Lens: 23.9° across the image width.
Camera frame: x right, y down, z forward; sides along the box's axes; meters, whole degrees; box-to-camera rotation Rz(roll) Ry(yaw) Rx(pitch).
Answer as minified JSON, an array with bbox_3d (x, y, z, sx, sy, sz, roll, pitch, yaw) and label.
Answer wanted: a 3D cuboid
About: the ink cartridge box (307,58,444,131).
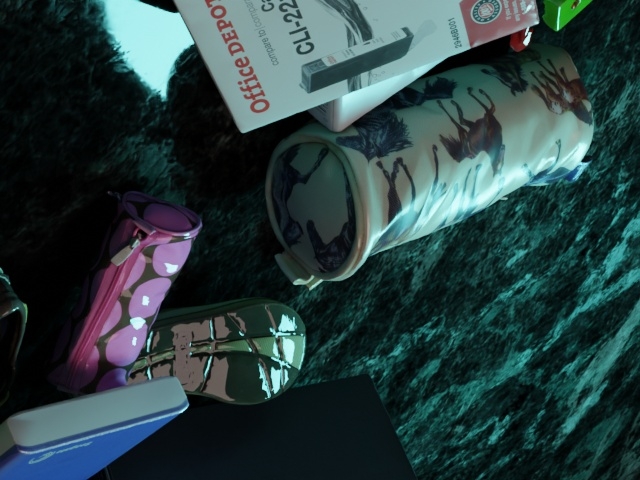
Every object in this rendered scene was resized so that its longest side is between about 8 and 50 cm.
[{"bbox_3d":[0.116,-0.301,1.426,0.330,0.071,0.324,-37,152,-24],"label":"ink cartridge box"}]

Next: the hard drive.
[{"bbox_3d":[-0.299,0.234,1.473,0.319,0.040,0.210,-37,163,37],"label":"hard drive"}]

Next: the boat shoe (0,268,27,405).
[{"bbox_3d":[-0.314,0.117,1.361,0.081,0.069,0.227,-23,145,-39],"label":"boat shoe"}]

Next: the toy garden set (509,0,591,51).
[{"bbox_3d":[0.220,-0.293,1.472,0.204,0.049,0.244,-42,154,-16],"label":"toy garden set"}]

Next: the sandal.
[{"bbox_3d":[-0.146,0.113,1.616,0.303,0.086,0.120,-1,108,-33],"label":"sandal"}]

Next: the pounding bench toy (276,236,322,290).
[{"bbox_3d":[0.000,0.000,1.695,0.083,0.052,0.065,-37,152,-18],"label":"pounding bench toy"}]

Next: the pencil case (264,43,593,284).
[{"bbox_3d":[0.121,-0.084,1.634,0.410,0.160,0.183,-23,132,-39],"label":"pencil case"}]

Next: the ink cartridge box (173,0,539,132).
[{"bbox_3d":[0.019,-0.223,1.211,0.273,0.114,0.197,-19,146,4],"label":"ink cartridge box"}]

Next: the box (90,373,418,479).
[{"bbox_3d":[-0.093,0.346,1.791,0.343,0.179,0.312,-10,140,-19],"label":"box"}]

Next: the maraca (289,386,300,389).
[{"bbox_3d":[-0.048,0.247,1.925,0.186,0.099,0.127,-23,159,-16],"label":"maraca"}]

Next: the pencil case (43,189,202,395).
[{"bbox_3d":[-0.193,0.056,1.434,0.098,0.095,0.209,-80,-166,-70],"label":"pencil case"}]
